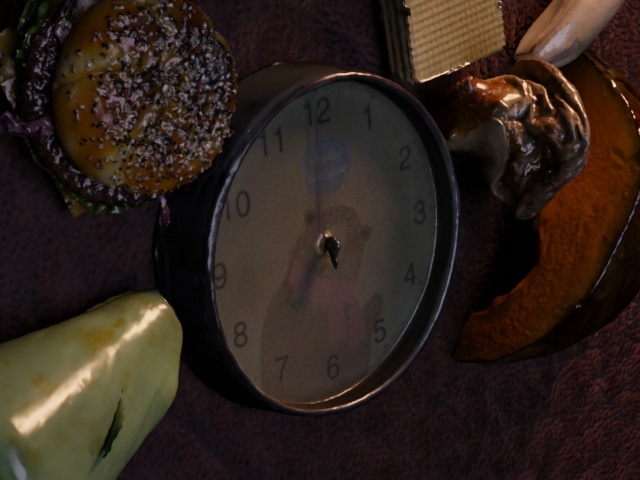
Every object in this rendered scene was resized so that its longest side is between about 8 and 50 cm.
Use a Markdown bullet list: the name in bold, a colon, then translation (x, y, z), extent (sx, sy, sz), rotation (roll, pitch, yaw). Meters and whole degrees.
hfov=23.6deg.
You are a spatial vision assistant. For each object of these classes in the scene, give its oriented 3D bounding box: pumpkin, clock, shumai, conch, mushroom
- **pumpkin**: translation (0.258, -0.004, 1.358), extent (0.169, 0.148, 0.312), rotation (27, 84, -39)
- **clock**: translation (0.000, 0.000, 1.174), extent (0.281, 0.055, 0.280), rotation (-11, 107, -42)
- **shumai**: translation (0.145, -0.085, 1.262), extent (0.116, 0.145, 0.145), rotation (-3, 102, -19)
- **conch**: translation (-0.186, 0.135, 1.000), extent (0.250, 0.137, 0.143), rotation (-22, 87, -59)
- **mushroom**: translation (0.241, -0.227, 1.342), extent (0.071, 0.084, 0.209), rotation (40, 73, -19)

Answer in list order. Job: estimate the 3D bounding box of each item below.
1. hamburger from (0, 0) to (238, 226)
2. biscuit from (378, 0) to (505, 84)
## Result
- **hamburger**: translation (-0.127, -0.104, 1.005), extent (0.164, 0.093, 0.189), rotation (-54, 128, -20)
- **biscuit**: translation (0.089, -0.233, 1.221), extent (0.121, 0.040, 0.199), rotation (-27, 117, -41)
